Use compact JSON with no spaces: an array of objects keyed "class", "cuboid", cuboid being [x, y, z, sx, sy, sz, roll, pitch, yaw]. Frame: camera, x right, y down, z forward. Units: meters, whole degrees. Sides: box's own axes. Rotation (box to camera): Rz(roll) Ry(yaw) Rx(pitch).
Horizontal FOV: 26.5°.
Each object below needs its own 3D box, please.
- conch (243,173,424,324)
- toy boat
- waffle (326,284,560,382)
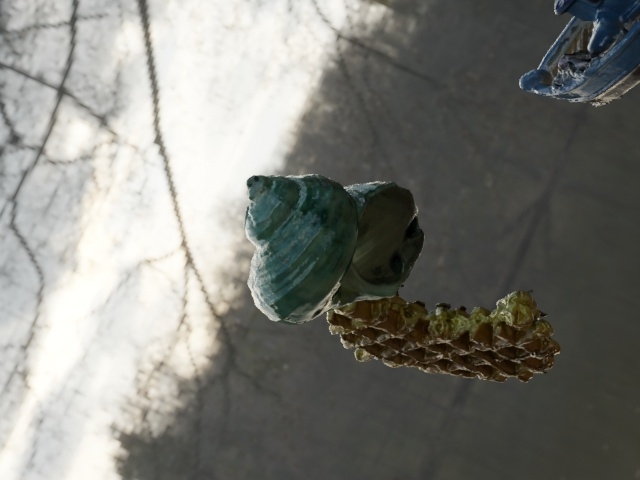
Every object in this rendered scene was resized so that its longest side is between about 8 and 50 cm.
[{"class":"conch","cuboid":[-0.003,-0.002,1.417,0.196,0.134,0.202,-61,-31,-14]},{"class":"toy boat","cuboid":[0.222,-0.178,1.041,0.223,0.097,0.100,-50,24,49]},{"class":"waffle","cuboid":[0.161,0.115,1.734,0.260,0.293,0.069,64,-145,-63]}]
